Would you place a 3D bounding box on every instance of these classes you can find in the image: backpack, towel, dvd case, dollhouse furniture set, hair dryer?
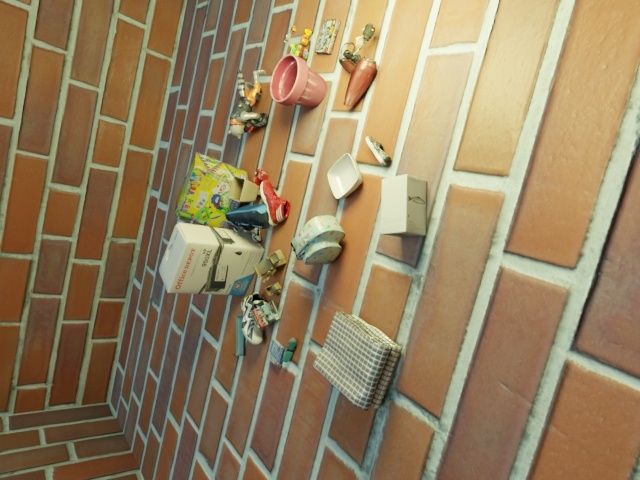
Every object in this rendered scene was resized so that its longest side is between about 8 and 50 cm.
[{"bbox_3d":[0.000,0.000,1.630,0.188,0.165,0.144,-57,47,31],"label":"backpack"},{"bbox_3d":[0.112,0.393,1.468,0.283,0.121,0.235,27,104,49],"label":"towel"},{"bbox_3d":[-0.245,0.329,1.917,0.119,0.013,0.087,-27,85,11],"label":"dvd case"},{"bbox_3d":[-0.175,0.136,1.902,0.182,0.101,0.161,-32,85,42],"label":"dollhouse furniture set"},{"bbox_3d":[0.139,-0.648,1.668,0.223,0.080,0.294,-6,74,65],"label":"hair dryer"}]

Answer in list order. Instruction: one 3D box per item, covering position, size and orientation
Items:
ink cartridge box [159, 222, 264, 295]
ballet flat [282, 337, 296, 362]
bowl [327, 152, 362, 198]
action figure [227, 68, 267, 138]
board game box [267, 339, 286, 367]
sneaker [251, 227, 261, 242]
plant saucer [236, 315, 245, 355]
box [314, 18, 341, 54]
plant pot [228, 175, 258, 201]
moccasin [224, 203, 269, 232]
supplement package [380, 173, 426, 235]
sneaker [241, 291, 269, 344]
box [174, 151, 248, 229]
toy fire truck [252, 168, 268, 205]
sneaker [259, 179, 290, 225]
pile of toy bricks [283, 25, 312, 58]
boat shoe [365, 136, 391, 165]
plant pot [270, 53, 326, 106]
[{"bbox_3d":[-0.506,0.097,2.036,0.166,0.394,0.286,48,120,43],"label":"ink cartridge box"},{"bbox_3d":[-0.127,0.452,1.812,0.041,0.041,0.114,41,114,45],"label":"ballet flat"},{"bbox_3d":[0.098,-0.236,1.641,0.142,0.053,0.142,-41,55,37],"label":"bowl"},{"bbox_3d":[-0.407,-0.679,2.227,0.341,0.178,0.330,3,77,48],"label":"action figure"},{"bbox_3d":[-0.188,0.489,1.886,0.090,0.020,0.090,27,105,50],"label":"board game box"},{"bbox_3d":[-0.308,-0.037,2.101,0.044,0.040,0.109,-48,51,31],"label":"sneaker"},{"bbox_3d":[-0.389,0.464,2.131,0.067,0.018,0.192,-15,74,48],"label":"plant saucer"},{"bbox_3d":[0.030,-0.860,1.845,0.094,0.027,0.137,29,106,47],"label":"box"},{"bbox_3d":[-0.358,-0.237,2.074,0.109,0.096,0.109,22,100,46],"label":"plant pot"},{"bbox_3d":[-0.348,-0.094,2.016,0.342,0.137,0.117,7,118,59],"label":"moccasin"},{"bbox_3d":[0.263,-0.106,1.383,0.105,0.105,0.179,-5,81,50],"label":"supplement package"},{"bbox_3d":[-0.289,0.339,1.971,0.153,0.094,0.235,-50,39,43],"label":"sneaker"},{"bbox_3d":[-0.550,-0.240,2.209,0.290,0.279,0.177,-58,27,25],"label":"box"},{"bbox_3d":[-0.297,-0.237,2.115,0.135,0.047,0.192,47,118,42],"label":"toy fire truck"},{"bbox_3d":[-0.193,-0.188,1.973,0.128,0.087,0.221,-23,78,36],"label":"sneaker"},{"bbox_3d":[-0.106,-0.838,1.922,0.212,0.118,0.105,-68,22,18],"label":"pile of toy bricks"},{"bbox_3d":[0.205,-0.322,1.540,0.040,0.049,0.142,-37,57,18],"label":"boat shoe"},{"bbox_3d":[-0.083,-0.649,1.825,0.201,0.180,0.202,-11,75,49],"label":"plant pot"}]
